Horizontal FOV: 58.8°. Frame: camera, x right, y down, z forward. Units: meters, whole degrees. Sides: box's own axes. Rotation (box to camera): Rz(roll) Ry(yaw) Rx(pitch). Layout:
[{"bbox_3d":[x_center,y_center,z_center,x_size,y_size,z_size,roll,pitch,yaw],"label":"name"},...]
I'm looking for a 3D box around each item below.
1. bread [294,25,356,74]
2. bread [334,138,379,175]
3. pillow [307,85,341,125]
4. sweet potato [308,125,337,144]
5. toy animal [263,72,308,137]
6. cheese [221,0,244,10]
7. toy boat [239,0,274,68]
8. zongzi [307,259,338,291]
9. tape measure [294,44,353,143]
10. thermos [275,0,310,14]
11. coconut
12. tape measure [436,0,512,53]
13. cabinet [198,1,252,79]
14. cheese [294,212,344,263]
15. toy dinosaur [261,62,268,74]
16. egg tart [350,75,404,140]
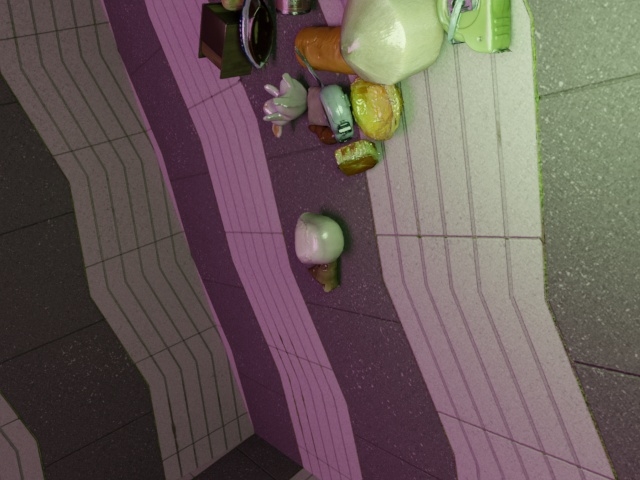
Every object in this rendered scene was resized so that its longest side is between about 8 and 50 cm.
[{"bbox_3d":[0.025,-0.577,1.722,0.305,0.091,0.142,24,125,49],"label":"bread"},{"bbox_3d":[0.116,-0.258,1.760,0.128,0.140,0.069,-17,75,19],"label":"bread"},{"bbox_3d":[0.020,-0.434,1.843,0.181,0.078,0.134,20,124,55],"label":"pillow"},{"bbox_3d":[0.018,-0.358,1.918,0.226,0.068,0.068,34,139,59],"label":"sweet potato"},{"bbox_3d":[-0.150,-0.470,2.024,0.282,0.138,0.140,-19,59,56],"label":"toy animal"},{"bbox_3d":[-0.318,-0.937,1.999,0.214,0.117,0.226,69,156,8],"label":"cheese"},{"bbox_3d":[-0.233,-0.742,1.998,0.115,0.114,0.262,47,144,40],"label":"toy boat"},{"bbox_3d":[0.002,0.098,2.255,0.176,0.079,0.160,41,137,43],"label":"zongzi"},{"bbox_3d":[0.018,-0.461,1.688,0.164,0.084,0.330,120,129,-83],"label":"tape measure"},{"bbox_3d":[-0.080,-0.859,1.690,0.110,0.136,0.330,15,128,21],"label":"thermos"},{"bbox_3d":[0.158,-0.501,1.376,0.237,0.266,0.237,37,146,31],"label":"coconut"},{"bbox_3d":[0.334,-0.515,1.239,0.175,0.106,0.200,23,127,47],"label":"tape measure"},{"bbox_3d":[-0.346,-0.751,2.130,0.175,0.148,0.215,46,139,29],"label":"cabinet"},{"bbox_3d":[0.000,0.000,2.102,0.189,0.154,0.198,16,112,54],"label":"cheese"},{"bbox_3d":[-0.217,-0.679,2.114,0.119,0.029,0.060,89,159,-44],"label":"toy dinosaur"},{"bbox_3d":[0.168,-0.392,1.617,0.212,0.090,0.212,41,144,40],"label":"egg tart"}]
